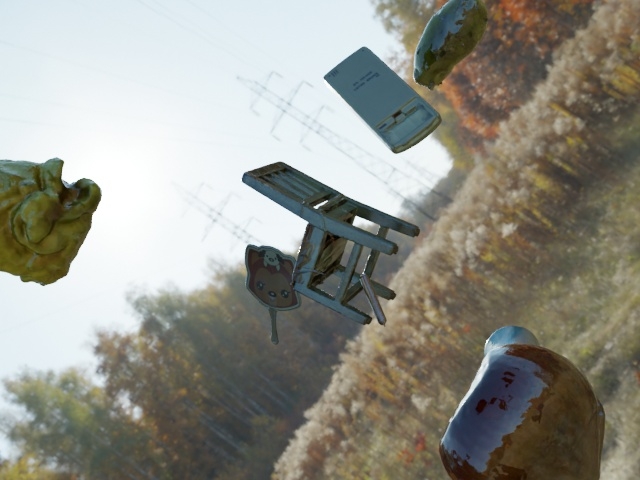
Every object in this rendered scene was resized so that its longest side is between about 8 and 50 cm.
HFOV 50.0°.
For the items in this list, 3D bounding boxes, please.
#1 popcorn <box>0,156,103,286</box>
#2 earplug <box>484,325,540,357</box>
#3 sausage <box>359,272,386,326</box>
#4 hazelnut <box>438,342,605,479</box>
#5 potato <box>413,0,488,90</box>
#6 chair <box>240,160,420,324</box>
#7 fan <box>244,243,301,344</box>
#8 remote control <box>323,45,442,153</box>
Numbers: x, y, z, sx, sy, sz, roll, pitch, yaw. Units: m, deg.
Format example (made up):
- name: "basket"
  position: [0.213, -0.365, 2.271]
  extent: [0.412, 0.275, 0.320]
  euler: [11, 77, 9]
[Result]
- name: "popcorn"
  position: [-0.569, -0.048, 1.305]
  extent: [0.235, 0.250, 0.242]
  euler: [3, 75, 48]
- name: "earplug"
  position: [0.625, 0.400, 2.137]
  extent: [0.185, 0.185, 0.324]
  euler: [-57, 1, 11]
- name: "sausage"
  position: [0.080, 0.089, 1.045]
  extent: [0.015, 0.100, 0.015]
  euler: [-14, -37, -11]
- name: "hazelnut"
  position: [0.479, 0.451, 1.624]
  extent: [0.409, 0.359, 0.359]
  euler: [-61, -8, 18]
- name: "potato"
  position: [0.283, -0.442, 1.528]
  extent: [0.225, 0.117, 0.090]
  euler: [-55, -9, 23]
- name: "chair"
  position: [0.000, 0.000, 1.086]
  extent: [0.136, 0.270, 0.147]
  euler: [-33, -35, -62]
- name: "fan"
  position: [-0.091, 0.108, 1.301]
  extent: [0.009, 0.132, 0.220]
  euler: [-36, -46, -48]
- name: "remote control"
  position: [0.122, -0.286, 1.393]
  extent: [0.123, 0.285, 0.038]
  euler: [-38, -35, -2]
